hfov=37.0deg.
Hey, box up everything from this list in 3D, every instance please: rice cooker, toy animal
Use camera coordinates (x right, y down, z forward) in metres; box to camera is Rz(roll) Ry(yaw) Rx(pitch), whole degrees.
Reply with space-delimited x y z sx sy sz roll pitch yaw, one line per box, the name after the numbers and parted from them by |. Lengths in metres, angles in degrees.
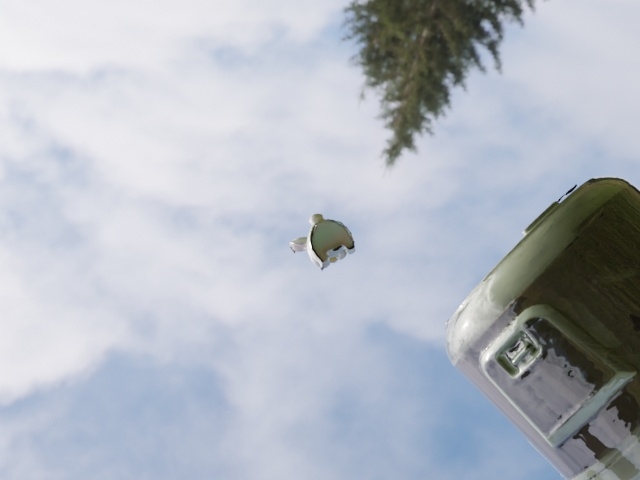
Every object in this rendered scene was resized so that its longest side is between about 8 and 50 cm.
0.347 0.129 1.137 0.325 0.335 0.335 45 -139 14 | rice cooker
0.005 0.005 1.418 0.085 0.124 0.071 44 -97 3 | toy animal
